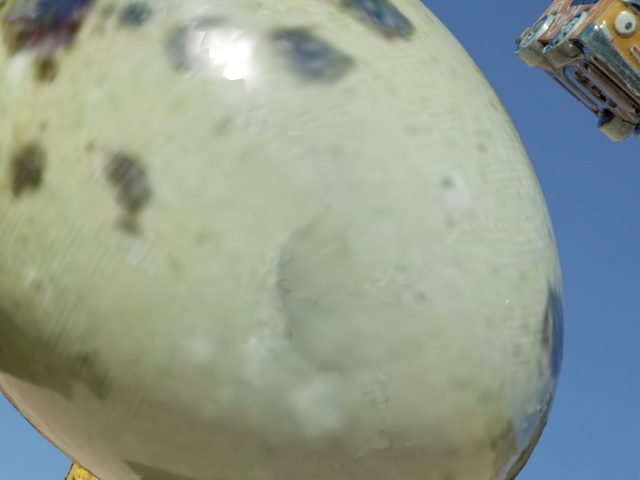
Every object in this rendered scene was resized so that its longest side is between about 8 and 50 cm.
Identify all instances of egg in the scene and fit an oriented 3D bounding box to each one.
[{"bbox_3d":[-0.040,-0.002,0.952,0.428,0.345,0.345,41,-21,20],"label":"egg"}]

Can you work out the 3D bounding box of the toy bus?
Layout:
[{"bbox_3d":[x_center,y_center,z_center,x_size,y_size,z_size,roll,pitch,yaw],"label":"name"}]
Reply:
[{"bbox_3d":[0.331,-0.214,1.612,0.162,0.194,0.323,41,2,-7],"label":"toy bus"}]

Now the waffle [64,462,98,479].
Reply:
[{"bbox_3d":[-0.194,0.224,1.333,0.021,0.135,0.092,17,18,-36],"label":"waffle"}]
